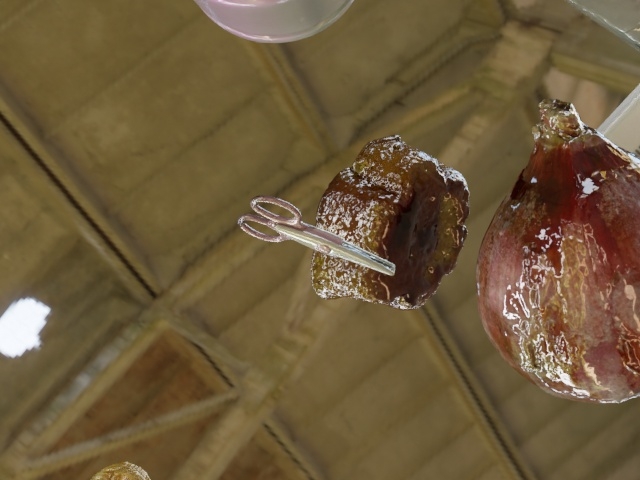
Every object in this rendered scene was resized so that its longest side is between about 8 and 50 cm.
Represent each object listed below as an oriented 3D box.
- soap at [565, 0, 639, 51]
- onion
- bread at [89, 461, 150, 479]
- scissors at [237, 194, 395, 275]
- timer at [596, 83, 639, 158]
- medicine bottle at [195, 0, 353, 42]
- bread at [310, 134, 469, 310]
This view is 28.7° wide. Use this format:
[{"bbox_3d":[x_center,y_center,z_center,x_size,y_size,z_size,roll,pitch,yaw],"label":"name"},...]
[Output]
[{"bbox_3d":[0.280,-0.313,1.030,0.258,0.159,0.302,-40,-36,26],"label":"soap"},{"bbox_3d":[0.168,0.004,0.791,0.159,0.159,0.194,-33,-65,-31],"label":"onion"},{"bbox_3d":[-0.239,0.324,1.526,0.083,0.110,0.044,-21,-25,5],"label":"bread"},{"bbox_3d":[0.000,0.000,1.331,0.176,0.085,0.022,23,-122,-12],"label":"scissors"},{"bbox_3d":[0.403,-0.080,1.386,0.192,0.195,0.194,-50,-8,27],"label":"timer"},{"bbox_3d":[-0.061,-0.319,1.214,0.212,0.212,0.325,-65,-6,1],"label":"medicine bottle"},{"bbox_3d":[0.106,-0.021,1.751,0.232,0.135,0.246,5,-77,-48],"label":"bread"}]
